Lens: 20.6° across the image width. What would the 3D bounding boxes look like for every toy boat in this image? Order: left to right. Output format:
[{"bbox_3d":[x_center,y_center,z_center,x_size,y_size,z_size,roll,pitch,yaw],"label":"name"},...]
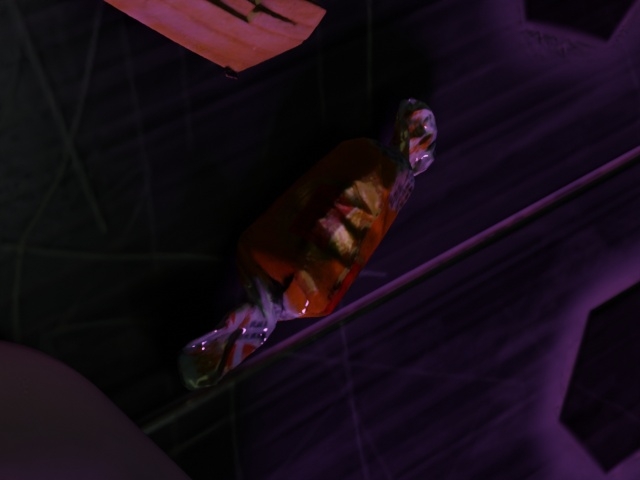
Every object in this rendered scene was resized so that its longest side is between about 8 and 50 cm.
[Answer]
[{"bbox_3d":[-0.064,-0.125,0.693,0.072,0.064,0.206,-50,148,9],"label":"toy boat"}]

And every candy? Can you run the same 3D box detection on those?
[{"bbox_3d":[0.000,0.000,0.825,0.182,0.046,0.053,-47,132,-19],"label":"candy"}]

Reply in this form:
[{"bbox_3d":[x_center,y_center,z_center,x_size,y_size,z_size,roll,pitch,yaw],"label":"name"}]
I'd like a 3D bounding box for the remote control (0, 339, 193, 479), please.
[{"bbox_3d":[-0.128,0.181,0.746,0.221,0.103,0.332,-54,132,-19],"label":"remote control"}]
